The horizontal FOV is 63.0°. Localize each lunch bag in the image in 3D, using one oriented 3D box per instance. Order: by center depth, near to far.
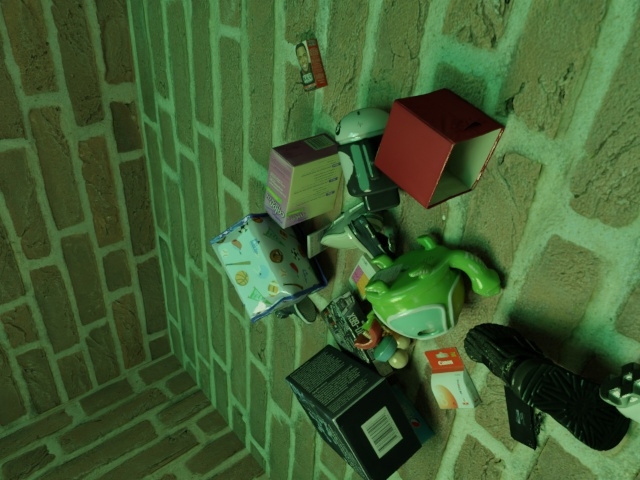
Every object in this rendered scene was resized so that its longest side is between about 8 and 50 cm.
[{"bbox_3d":[-0.144,0.069,1.846,0.239,0.385,0.327,-29,82,22],"label":"lunch bag"}]

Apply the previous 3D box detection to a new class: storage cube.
[{"bbox_3d":[0.274,-0.224,1.236,0.193,0.184,0.215,46,141,30],"label":"storage cube"}]

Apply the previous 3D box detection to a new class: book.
[{"bbox_3d":[0.148,0.123,1.744,0.096,0.035,0.144,54,144,24],"label":"book"}]

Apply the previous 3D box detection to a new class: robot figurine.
[{"bbox_3d":[0.137,-0.220,1.425,0.209,0.174,0.278,2,109,57],"label":"robot figurine"}]

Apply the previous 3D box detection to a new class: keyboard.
[{"bbox_3d":[0.553,0.477,1.407,0.108,0.023,0.180,12,120,58],"label":"keyboard"}]

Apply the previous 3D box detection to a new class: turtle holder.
[{"bbox_3d":[0.292,0.126,1.409,0.227,0.320,0.243,58,-177,-15],"label":"turtle holder"}]

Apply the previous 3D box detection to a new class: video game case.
[{"bbox_3d":[0.000,0.000,1.793,0.011,0.122,0.087,24,128,35],"label":"video game case"}]

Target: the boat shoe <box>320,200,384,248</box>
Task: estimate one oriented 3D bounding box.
[{"bbox_3d":[0.101,-0.047,1.676,0.319,0.116,0.099,-30,48,61],"label":"boat shoe"}]

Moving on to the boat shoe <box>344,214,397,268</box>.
[{"bbox_3d":[0.170,0.010,1.529,0.079,0.254,0.095,-38,35,17],"label":"boat shoe"}]

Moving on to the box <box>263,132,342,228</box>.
[{"bbox_3d":[-0.053,-0.192,1.672,0.117,0.214,0.243,43,140,31],"label":"box"}]

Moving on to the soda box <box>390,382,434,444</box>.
[{"bbox_3d":[0.288,0.602,1.794,0.210,0.071,0.067,52,143,21],"label":"soda box"}]

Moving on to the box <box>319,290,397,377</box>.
[{"bbox_3d":[0.122,0.346,1.816,0.307,0.077,0.242,59,162,11],"label":"box"}]

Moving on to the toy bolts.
[{"bbox_3d":[0.228,0.275,1.594,0.158,0.228,0.218,39,122,2],"label":"toy bolts"}]

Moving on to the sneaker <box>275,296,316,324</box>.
[{"bbox_3d":[-0.105,0.288,2.122,0.226,0.086,0.163,53,134,35],"label":"sneaker"}]

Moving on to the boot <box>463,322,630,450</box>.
[{"bbox_3d":[0.529,0.330,1.239,0.348,0.131,0.260,35,-179,-15],"label":"boot"}]

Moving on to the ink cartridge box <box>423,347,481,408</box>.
[{"bbox_3d":[0.387,0.420,1.581,0.145,0.045,0.179,-29,88,55],"label":"ink cartridge box"}]

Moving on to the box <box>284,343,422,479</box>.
[{"bbox_3d":[0.097,0.566,1.746,0.293,0.212,0.395,61,161,-16],"label":"box"}]

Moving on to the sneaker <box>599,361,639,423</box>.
[{"bbox_3d":[0.722,0.273,0.994,0.146,0.122,0.330,42,140,2],"label":"sneaker"}]

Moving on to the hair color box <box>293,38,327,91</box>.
[{"bbox_3d":[-0.031,-0.533,1.596,0.072,0.043,0.141,2,110,54],"label":"hair color box"}]
